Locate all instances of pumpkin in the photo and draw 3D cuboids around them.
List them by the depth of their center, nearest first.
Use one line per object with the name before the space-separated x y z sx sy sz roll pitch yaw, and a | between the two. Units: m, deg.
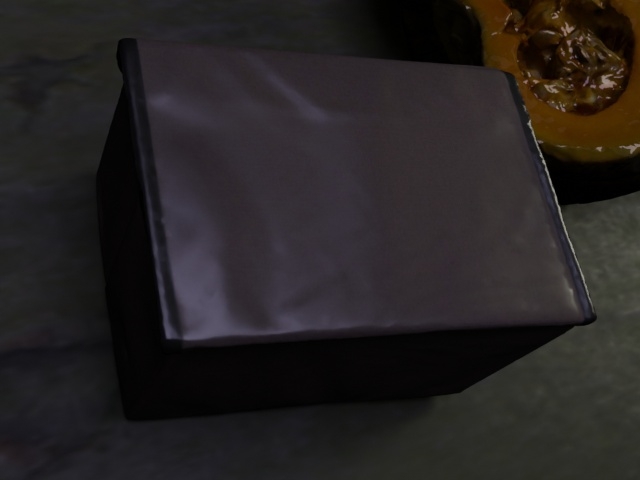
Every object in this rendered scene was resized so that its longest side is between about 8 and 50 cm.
pumpkin | 0.189 -0.176 0.646 0.222 0.139 0.317 -18 65 -5

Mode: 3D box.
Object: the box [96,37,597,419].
box | 0.000 0.000 0.514 0.252 0.153 0.188 -2 67 -25
